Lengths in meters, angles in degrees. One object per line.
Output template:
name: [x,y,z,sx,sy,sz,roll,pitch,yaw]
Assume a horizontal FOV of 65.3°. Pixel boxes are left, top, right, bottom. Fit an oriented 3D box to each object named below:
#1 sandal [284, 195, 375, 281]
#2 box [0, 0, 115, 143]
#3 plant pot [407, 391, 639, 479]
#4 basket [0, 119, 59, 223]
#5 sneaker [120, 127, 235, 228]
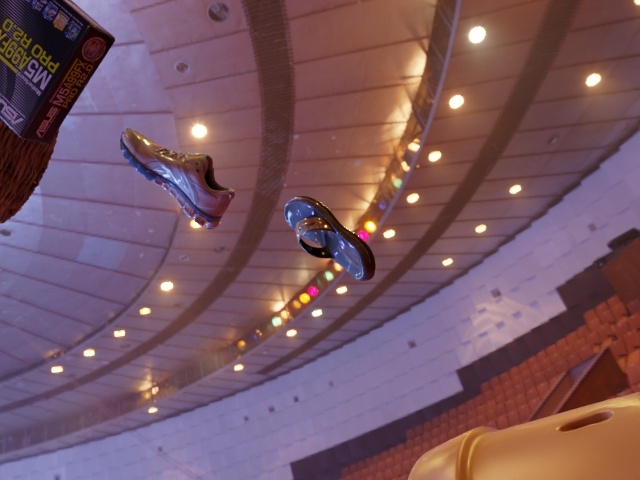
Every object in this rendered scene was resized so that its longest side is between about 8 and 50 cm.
sandal: [0.000,0.000,0.807,0.060,0.219,0.090,-27,-40,-26]
box: [-0.498,-0.327,0.827,0.216,0.270,0.060,-51,-13,10]
plant pot: [0.239,0.261,0.394,0.203,0.291,0.291,-43,-38,24]
basket: [-0.716,-0.212,1.034,0.223,0.299,0.213,19,-10,6]
sneaker: [-0.204,-0.109,0.737,0.191,0.071,0.083,40,-68,-8]
